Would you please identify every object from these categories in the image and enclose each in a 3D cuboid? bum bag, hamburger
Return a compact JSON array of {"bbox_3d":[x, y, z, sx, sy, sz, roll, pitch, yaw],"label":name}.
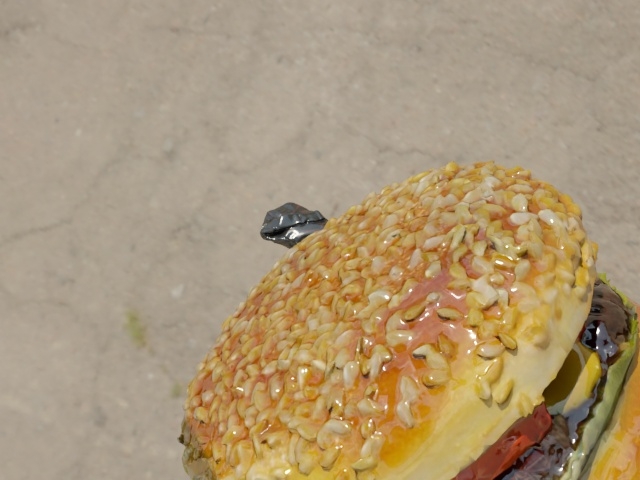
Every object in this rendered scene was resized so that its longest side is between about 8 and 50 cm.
[{"bbox_3d":[0.000,0.001,1.276,0.124,0.034,0.058,30,59,4],"label":"bum bag"},{"bbox_3d":[0.076,0.108,0.883,0.330,0.250,0.330,-40,22,20],"label":"hamburger"}]
